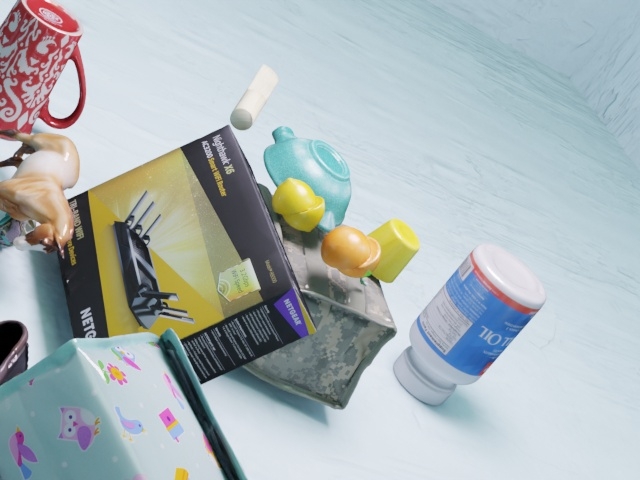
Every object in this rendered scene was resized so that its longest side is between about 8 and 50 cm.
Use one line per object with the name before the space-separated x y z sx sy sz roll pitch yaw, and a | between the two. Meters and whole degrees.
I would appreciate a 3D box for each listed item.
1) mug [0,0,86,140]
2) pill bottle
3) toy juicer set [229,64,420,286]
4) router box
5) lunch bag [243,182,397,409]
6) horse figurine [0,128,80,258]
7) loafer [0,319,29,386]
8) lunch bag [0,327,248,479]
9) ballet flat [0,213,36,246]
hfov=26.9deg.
mug | -0.379 -0.230 1.765 0.150 0.169 0.113 5 38 -50
pill bottle | 0.202 0.122 1.867 0.124 0.221 0.124 30 25 -15
toy juicer set | -0.031 -0.070 1.654 0.329 0.089 0.209 51 25 8
router box | -0.164 0.029 1.508 0.309 0.242 0.081 -115 179 -48
lunch bag | -0.073 0.048 1.693 0.287 0.169 0.235 23 23 -20
horse figurine | -0.348 -0.073 1.570 0.174 0.066 0.263 4 28 5
loafer | -0.352 0.146 1.187 0.109 0.095 0.302 24 18 11
lunch bag | -0.164 0.203 1.234 0.223 0.160 0.262 60 16 11
ballet flat | -0.358 -0.022 1.592 0.041 0.041 0.114 34 24 -8
